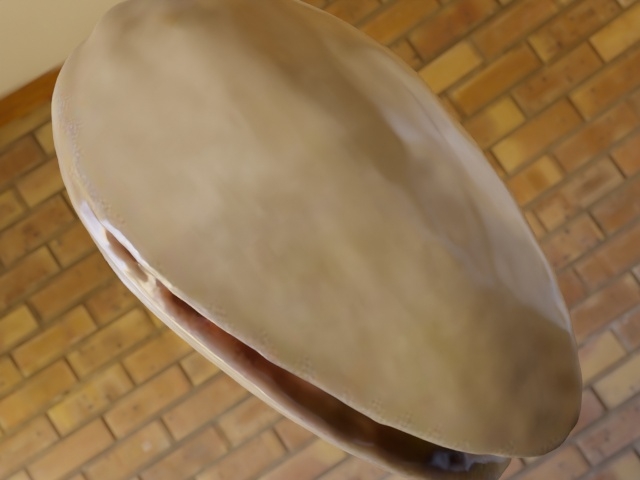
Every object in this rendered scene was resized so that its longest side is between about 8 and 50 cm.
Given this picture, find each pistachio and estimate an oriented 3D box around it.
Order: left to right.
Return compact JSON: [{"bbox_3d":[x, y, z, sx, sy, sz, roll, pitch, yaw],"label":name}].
[{"bbox_3d":[0.000,0.000,0.674,0.214,0.318,0.193,-40,-7,-48],"label":"pistachio"}]
